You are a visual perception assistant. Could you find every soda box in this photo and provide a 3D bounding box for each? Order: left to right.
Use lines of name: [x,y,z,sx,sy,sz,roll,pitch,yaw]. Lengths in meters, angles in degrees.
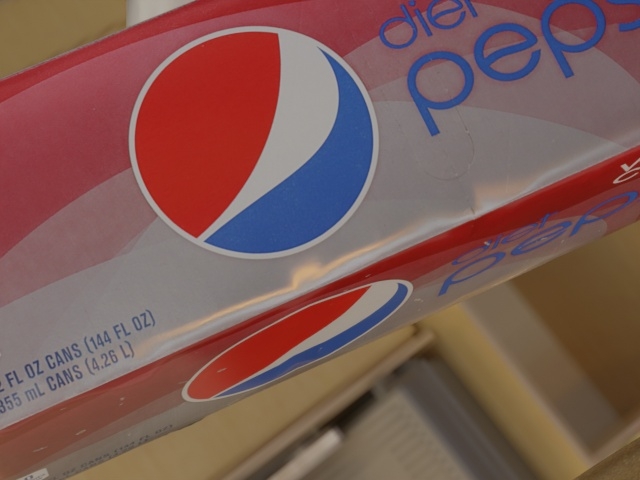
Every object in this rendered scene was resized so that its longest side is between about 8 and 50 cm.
soda box: [0.017,-0.027,0.478,0.263,0.083,0.092,-24,165,-12]

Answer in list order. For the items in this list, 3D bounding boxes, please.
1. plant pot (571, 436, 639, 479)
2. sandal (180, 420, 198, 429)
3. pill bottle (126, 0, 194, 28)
plant pot: [0.184,0.151,0.690,0.254,0.237,0.237,-51,167,22]
sandal: [0.002,0.000,1.250,0.446,0.167,0.107,-40,132,4]
pill bottle: [0.037,-0.221,0.699,0.224,0.392,0.224,6,172,1]
